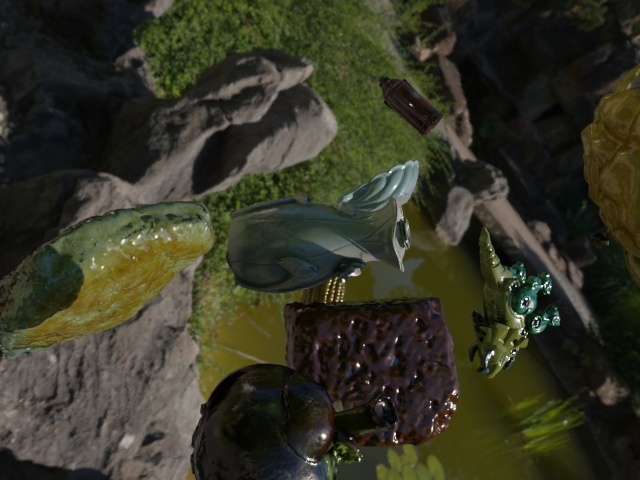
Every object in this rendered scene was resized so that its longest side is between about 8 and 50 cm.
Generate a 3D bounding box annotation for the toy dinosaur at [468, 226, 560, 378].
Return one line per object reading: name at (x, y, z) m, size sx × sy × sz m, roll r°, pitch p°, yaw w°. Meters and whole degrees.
toy dinosaur at (0.291, 0.085, 0.927) m, size 0.153 × 0.094 × 0.259 m, roll -23°, pitch 115°, yaw -27°

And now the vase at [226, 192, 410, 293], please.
vase at (0.000, 0.000, 1.493) m, size 0.250 × 0.445 × 0.250 m, roll -5°, pitch 90°, yaw -77°

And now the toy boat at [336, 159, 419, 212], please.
toy boat at (0.192, -0.145, 1.827) m, size 0.199 × 0.290 × 0.100 m, roll 95°, pitch -29°, yaw -71°

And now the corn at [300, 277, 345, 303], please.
corn at (-0.001, 0.241, 1.722) m, size 0.131 × 0.131 × 0.345 m, roll 25°, pitch 66°, yaw -49°

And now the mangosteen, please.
mangosteen at (-0.034, 0.279, 0.806) m, size 0.231 × 0.289 × 0.231 m, roll -10°, pitch 90°, yaw -77°

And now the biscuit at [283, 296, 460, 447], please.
biscuit at (0.113, 0.300, 1.360) m, size 0.166 × 0.395 × 0.343 m, roll 158°, pitch -72°, yaw -80°

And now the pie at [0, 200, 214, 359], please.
pie at (-0.417, 0.054, 1.106) m, size 0.395 × 0.418 × 0.180 m, roll -18°, pitch 76°, yaw -58°

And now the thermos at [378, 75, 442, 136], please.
thermos at (0.273, -0.440, 1.881) m, size 0.232 × 0.099 × 0.124 m, roll 45°, pitch 15°, yaw 7°

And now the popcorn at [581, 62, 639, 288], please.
popcorn at (0.485, -0.085, 0.642) m, size 0.349 × 0.382 × 0.349 m, roll 10°, pitch 63°, yaw -20°
